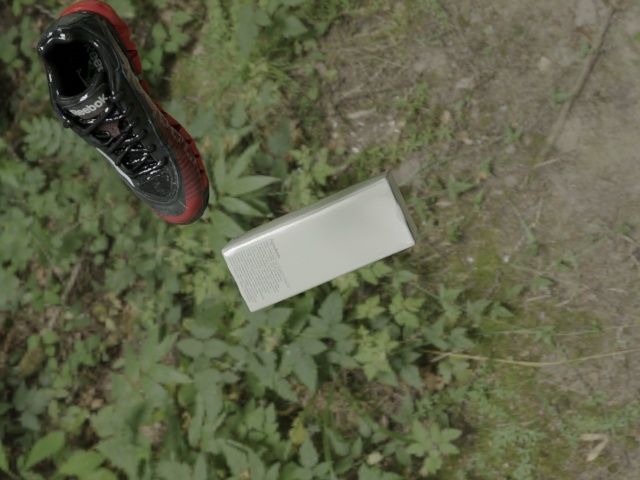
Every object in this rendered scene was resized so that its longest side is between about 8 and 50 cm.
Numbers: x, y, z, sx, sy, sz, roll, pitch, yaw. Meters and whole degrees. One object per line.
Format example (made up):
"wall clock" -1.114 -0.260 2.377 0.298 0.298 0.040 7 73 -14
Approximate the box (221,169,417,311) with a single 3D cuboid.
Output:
"box" 0.000 0.000 1.286 0.275 0.094 0.113 -22 100 12

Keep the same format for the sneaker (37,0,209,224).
"sneaker" -0.219 -0.128 0.936 0.098 0.135 0.276 -25 103 16
